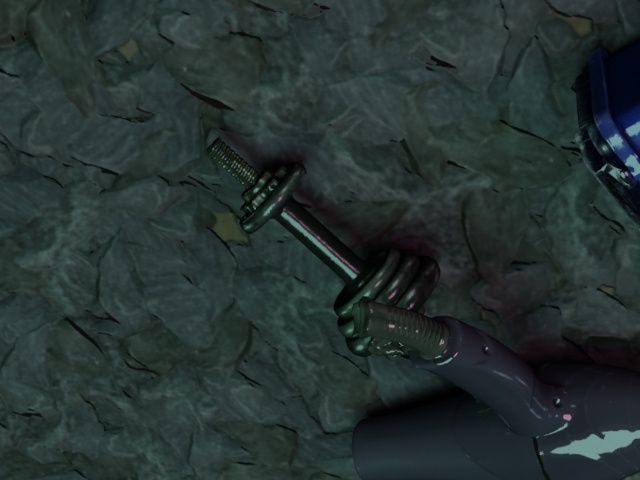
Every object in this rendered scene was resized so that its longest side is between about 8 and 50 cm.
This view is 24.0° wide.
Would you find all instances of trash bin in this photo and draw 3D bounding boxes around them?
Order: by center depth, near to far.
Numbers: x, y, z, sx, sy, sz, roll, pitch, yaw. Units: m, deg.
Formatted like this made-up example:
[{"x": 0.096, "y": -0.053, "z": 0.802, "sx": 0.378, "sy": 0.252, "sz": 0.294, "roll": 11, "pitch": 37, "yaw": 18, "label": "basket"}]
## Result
[{"x": 0.329, "y": -0.101, "z": 1.144, "sx": 0.234, "sy": 0.162, "sz": 0.184, "roll": -35, "pitch": 111, "yaw": 23, "label": "trash bin"}]

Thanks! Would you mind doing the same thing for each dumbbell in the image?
[{"x": 0.000, "y": 0.000, "z": 1.318, "sx": 0.254, "sy": 0.110, "sz": 0.110, "roll": 42, "pitch": 122, "yaw": -8, "label": "dumbbell"}]

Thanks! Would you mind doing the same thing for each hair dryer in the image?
[{"x": 0.112, "y": 0.126, "z": 1.300, "sx": 0.301, "sy": 0.121, "sz": 0.361, "roll": -11, "pitch": 148, "yaw": 28, "label": "hair dryer"}]
